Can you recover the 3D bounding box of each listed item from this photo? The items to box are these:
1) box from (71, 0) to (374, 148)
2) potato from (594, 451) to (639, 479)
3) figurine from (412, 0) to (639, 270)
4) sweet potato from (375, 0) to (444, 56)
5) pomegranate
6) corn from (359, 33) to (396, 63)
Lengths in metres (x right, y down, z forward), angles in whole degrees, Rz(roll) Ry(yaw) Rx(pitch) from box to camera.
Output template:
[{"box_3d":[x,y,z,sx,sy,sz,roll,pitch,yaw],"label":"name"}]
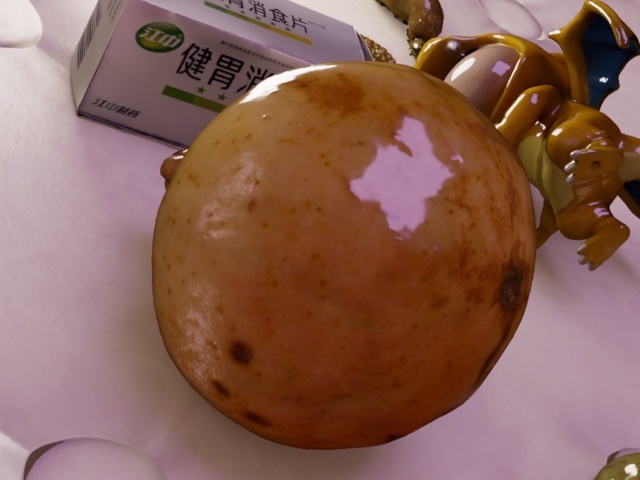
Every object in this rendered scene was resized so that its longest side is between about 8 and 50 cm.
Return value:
[{"box_3d":[-0.115,-0.208,1.478,0.333,0.173,0.145,17,38,-23],"label":"box"},{"box_3d":[0.419,0.331,1.318,0.160,0.111,0.272,-8,51,-42],"label":"potato"},{"box_3d":[0.327,-0.137,1.702,0.401,0.268,0.387,51,1,-38],"label":"figurine"},{"box_3d":[0.128,-0.420,2.009,0.124,0.098,0.310,36,26,-36],"label":"sweet potato"},{"box_3d":[0.000,0.000,1.175,0.410,0.410,0.410,22,36,-17],"label":"pomegranate"},{"box_3d":[-0.031,-0.278,1.708,0.320,0.097,0.097,21,36,-14],"label":"corn"}]
